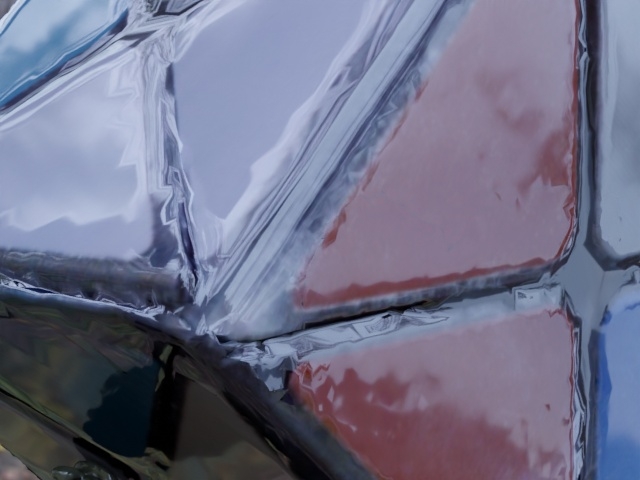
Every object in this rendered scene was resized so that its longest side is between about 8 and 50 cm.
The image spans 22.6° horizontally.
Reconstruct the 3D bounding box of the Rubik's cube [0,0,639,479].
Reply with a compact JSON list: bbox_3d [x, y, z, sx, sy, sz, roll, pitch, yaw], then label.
[{"bbox_3d":[0.000,0.000,0.749,0.310,0.305,0.307,9,-30,47],"label":"Rubik's cube"}]

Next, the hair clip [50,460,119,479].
[{"bbox_3d":[-0.064,0.243,0.641,0.091,0.321,0.138,-18,-36,-30],"label":"hair clip"}]
